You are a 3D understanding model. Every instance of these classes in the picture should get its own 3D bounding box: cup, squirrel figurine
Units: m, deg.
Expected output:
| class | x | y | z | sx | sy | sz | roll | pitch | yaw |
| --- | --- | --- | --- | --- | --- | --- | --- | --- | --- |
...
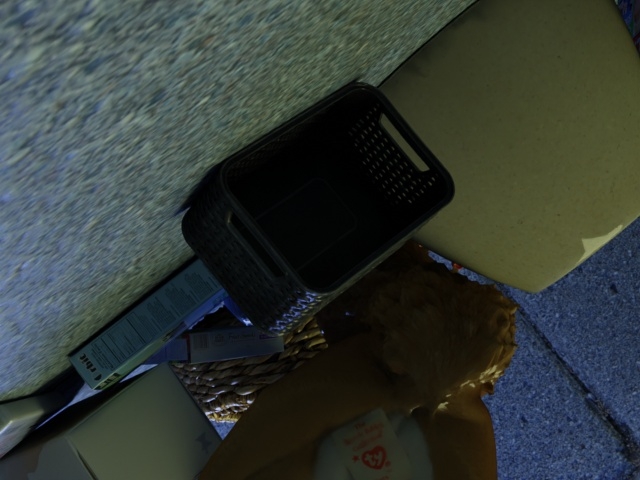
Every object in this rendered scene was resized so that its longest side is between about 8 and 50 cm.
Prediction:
| class | x | y | z | sx | sy | sz | roll | pitch | yaw |
| --- | --- | --- | --- | --- | --- | --- | --- | --- | --- |
| cup | 0.197 | -0.090 | 1.171 | 0.331 | 0.237 | 0.331 | -39 | 175 | -4 |
| squirrel figurine | 0.058 | 0.193 | 1.276 | 0.370 | 0.281 | 0.397 | 107 | 8 | -82 |

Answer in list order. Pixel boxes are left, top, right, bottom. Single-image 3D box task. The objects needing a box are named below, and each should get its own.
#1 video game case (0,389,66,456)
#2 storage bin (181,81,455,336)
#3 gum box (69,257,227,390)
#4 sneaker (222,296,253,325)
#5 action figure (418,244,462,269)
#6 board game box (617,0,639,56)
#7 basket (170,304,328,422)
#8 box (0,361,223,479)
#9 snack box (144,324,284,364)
| class | x | y | z | sx | sy | sz | roll | pitch | yaw |
| --- | --- | --- | --- | --- | --- | --- | --- | --- | --- |
| video game case | -0.347 | 0.216 | 1.171 | 0.183 | 0.023 | 0.201 | -39 | 177 | -1 |
| storage bin | 0.000 | -0.026 | 0.918 | 0.180 | 0.122 | 0.084 | -36 | 174 | -38 |
| gum box | -0.159 | 0.080 | 1.209 | 0.184 | 0.041 | 0.157 | -37 | 177 | -8 |
| sneaker | -0.054 | 0.037 | 1.385 | 0.080 | 0.081 | 0.211 | -36 | 175 | -32 |
| action figure | 0.143 | -0.076 | 1.595 | 0.139 | 0.091 | 0.280 | -64 | -159 | 11 |
| board game box | 0.353 | -0.257 | 1.170 | 0.317 | 0.046 | 0.213 | 110 | -11 | -81 |
| basket | -0.048 | 0.183 | 1.608 | 0.299 | 0.223 | 0.213 | -20 | -168 | 47 |
| box | -0.246 | 0.245 | 1.329 | 0.148 | 0.121 | 0.311 | -36 | -176 | -35 |
| snack box | -0.127 | 0.118 | 1.365 | 0.141 | 0.037 | 0.100 | -2 | 177 | -45 |
